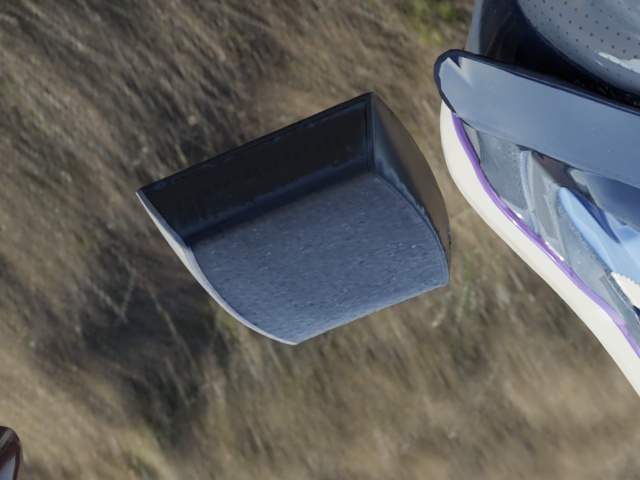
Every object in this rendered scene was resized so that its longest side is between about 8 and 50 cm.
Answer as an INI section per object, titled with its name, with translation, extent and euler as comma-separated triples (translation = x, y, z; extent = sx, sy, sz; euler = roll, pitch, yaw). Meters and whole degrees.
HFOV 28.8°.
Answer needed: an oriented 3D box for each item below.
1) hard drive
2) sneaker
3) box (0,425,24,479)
[hard drive]
translation = 0.000, 0.000, 0.834
extent = 0.172, 0.054, 0.254
euler = -22, 157, 8
[sneaker]
translation = 0.186, -0.007, 0.408
extent = 0.130, 0.323, 0.236
euler = -46, 174, -20
[box]
translation = -0.213, 0.223, 0.342
extent = 0.381, 0.143, 0.191
euler = -61, 157, -60
